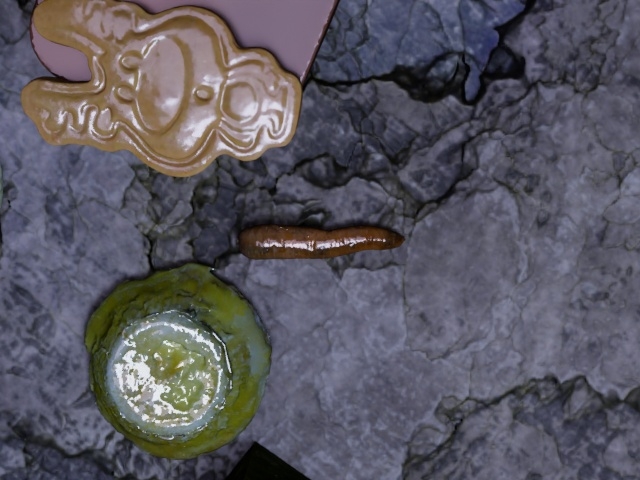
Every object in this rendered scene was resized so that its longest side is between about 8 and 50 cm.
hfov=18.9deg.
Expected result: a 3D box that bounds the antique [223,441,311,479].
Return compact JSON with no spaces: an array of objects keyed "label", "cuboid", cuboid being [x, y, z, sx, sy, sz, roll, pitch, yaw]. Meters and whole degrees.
[{"label":"antique","cuboid":[-0.062,0.268,1.808,0.081,0.221,0.080,35,99,-3]}]

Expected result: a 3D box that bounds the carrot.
[{"label":"carrot","cuboid":[0.000,0.002,1.861,0.165,0.035,0.035,0,98,1]}]

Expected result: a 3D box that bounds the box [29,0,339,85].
[{"label":"box","cuboid":[-0.081,-0.278,1.727,0.239,0.229,0.339,23,99,1]}]

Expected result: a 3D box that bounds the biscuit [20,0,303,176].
[{"label":"biscuit","cuboid":[-0.133,-0.130,1.622,0.236,0.040,0.144,12,104,4]}]

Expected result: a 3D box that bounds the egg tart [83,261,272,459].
[{"label":"egg tart","cuboid":[-0.139,0.124,1.866,0.197,0.078,0.197,0,100,2]}]

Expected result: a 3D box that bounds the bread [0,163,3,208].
[{"label":"bread","cuboid":[-0.368,-0.066,1.873,0.112,0.036,0.193,-20,98,5]}]
